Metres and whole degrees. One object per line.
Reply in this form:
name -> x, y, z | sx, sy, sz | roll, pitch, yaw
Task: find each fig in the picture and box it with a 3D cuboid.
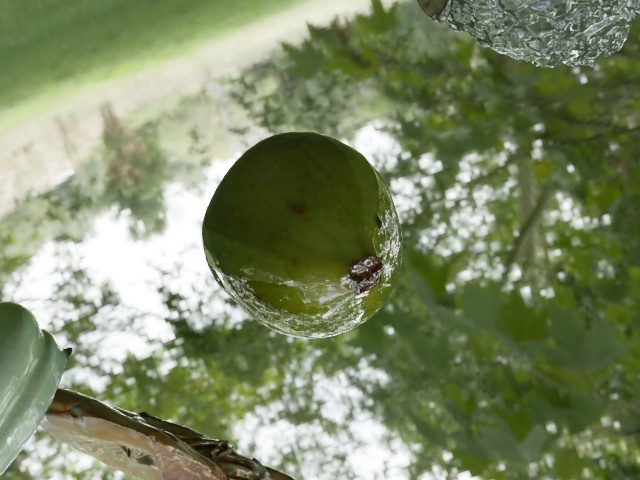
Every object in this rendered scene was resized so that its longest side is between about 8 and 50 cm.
fig -> 0.000, 0.000, 1.168 | 0.203, 0.203, 0.225 | -24, -158, -25

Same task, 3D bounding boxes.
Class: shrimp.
shrimp -> -0.129, 0.192, 1.092 | 0.287, 0.063, 0.152 | 19, 161, 4

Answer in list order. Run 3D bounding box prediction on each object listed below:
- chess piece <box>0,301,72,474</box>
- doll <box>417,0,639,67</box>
chess piece -> -0.324, 0.044, 0.780 | 0.175, 0.298, 0.176 | -35, -152, 22
doll -> 0.155, -0.295, 0.821 | 0.247, 0.350, 0.247 | 9, 166, 2
